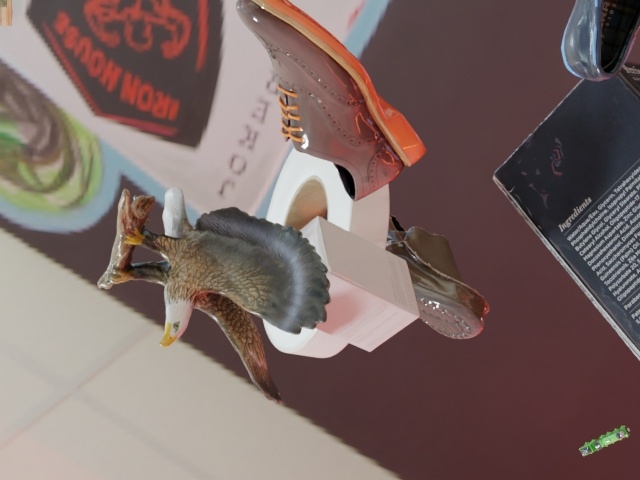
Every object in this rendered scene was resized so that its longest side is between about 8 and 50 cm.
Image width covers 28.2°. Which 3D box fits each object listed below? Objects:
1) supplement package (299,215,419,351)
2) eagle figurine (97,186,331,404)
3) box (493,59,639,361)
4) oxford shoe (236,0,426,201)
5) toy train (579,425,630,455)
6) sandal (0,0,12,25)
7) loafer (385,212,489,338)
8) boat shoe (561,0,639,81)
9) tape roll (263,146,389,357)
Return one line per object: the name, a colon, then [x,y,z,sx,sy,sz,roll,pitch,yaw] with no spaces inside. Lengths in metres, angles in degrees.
supplement package: [0.033,0.062,1.760,0.179,0.105,0.105,27,-142,-38]
eagle figurine: [-0.142,0.065,1.691,0.298,0.225,0.226,21,176,-2]
box: [0.624,-0.029,2.130,0.479,0.297,0.472,-2,-131,-53]
oxford shoe: [-0.003,-0.133,1.198,0.271,0.098,0.097,45,-178,-37]
toy train: [0.395,0.280,1.772,0.023,0.083,0.017,-19,-103,-47]
sandal: [-0.536,-0.474,2.278,0.079,0.240,0.088,-2,-120,-15]
loafer: [0.159,0.036,2.065,0.130,0.134,0.366,-47,-143,-6]
boat shoe: [0.336,-0.290,1.340,0.109,0.258,0.089,4,-162,-14]
tape roll: [0.000,0.000,2.105,0.072,0.392,0.392,11,-145,-23]
